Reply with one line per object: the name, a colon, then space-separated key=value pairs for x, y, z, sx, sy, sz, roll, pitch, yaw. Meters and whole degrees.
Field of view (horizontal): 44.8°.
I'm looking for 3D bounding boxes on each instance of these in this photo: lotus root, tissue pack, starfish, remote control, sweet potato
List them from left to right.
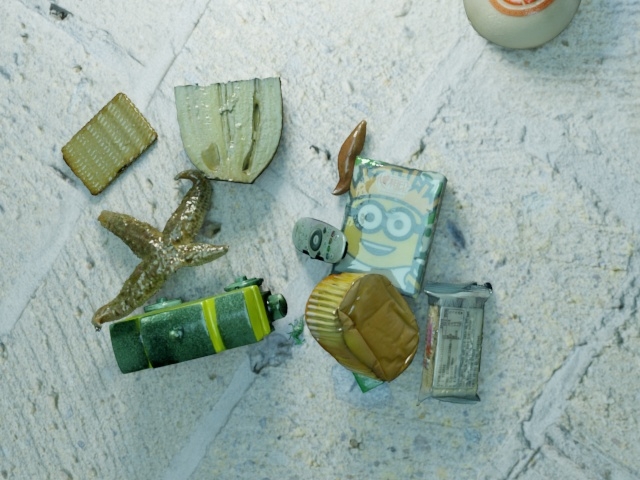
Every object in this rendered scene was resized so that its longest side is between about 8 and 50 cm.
starfish: x=-0.455 y=0.009 z=2.040 sx=0.432 sy=0.082 sz=0.324 roll=-28 pitch=72 yaw=9
lotus root: x=-0.220 y=-0.270 z=1.981 sx=0.267 sy=0.149 sz=0.260 roll=-7 pitch=94 yaw=-5
remote control: x=-0.001 y=0.000 z=1.913 sx=0.045 sy=0.256 sz=0.097 roll=10 pitch=99 yaw=-29
sweet potato: x=0.073 y=-0.209 z=1.961 sx=0.055 sy=0.058 sz=0.202 roll=10 pitch=100 yaw=-31
tissue pack: x=0.165 y=-0.034 z=1.904 sx=0.228 sy=0.128 sz=0.311 roll=13 pitch=95 yaw=12

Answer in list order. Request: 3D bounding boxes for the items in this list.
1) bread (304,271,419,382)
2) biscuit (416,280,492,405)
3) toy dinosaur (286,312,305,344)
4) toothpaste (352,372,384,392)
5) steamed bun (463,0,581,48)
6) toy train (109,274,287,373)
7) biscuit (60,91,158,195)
bread: x=0.094 y=0.194 z=1.839 sx=0.288 sy=0.156 sz=0.204 roll=45 pitch=69 yaw=-32
biscuit: x=0.326 y=0.251 z=1.880 sx=0.186 sy=0.079 sz=0.309 roll=2 pitch=92 yaw=-20
toy dinosaur: x=-0.054 y=0.233 z=2.015 sx=0.083 sy=0.021 sz=0.062 roll=-34 pitch=91 yaw=15
toothpaste: x=0.076 y=0.252 z=1.971 sx=0.065 sy=0.050 sz=0.267 roll=-28 pitch=86 yaw=9
steamed bun: x=0.467 y=-0.592 z=1.798 sx=0.283 sy=0.177 sz=0.283 roll=0 pitch=91 yaw=13
toy train: x=-0.309 y=0.214 z=1.945 sx=0.442 sy=0.272 sz=0.179 roll=-15 pitch=91 yaw=13
biscuit: x=-0.576 y=-0.260 z=2.115 sx=0.254 sy=0.029 sz=0.172 roll=-40 pitch=84 yaw=10
